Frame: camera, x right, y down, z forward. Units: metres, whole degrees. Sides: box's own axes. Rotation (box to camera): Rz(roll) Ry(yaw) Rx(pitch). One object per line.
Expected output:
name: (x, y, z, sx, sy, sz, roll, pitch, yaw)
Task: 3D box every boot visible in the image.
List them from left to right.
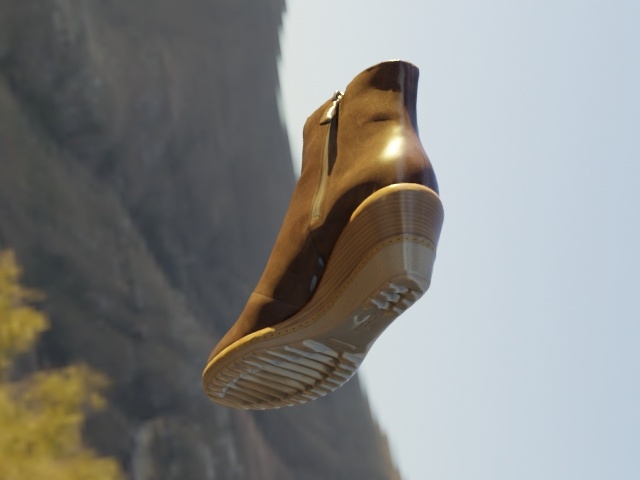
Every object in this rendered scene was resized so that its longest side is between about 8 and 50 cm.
boot: (0.000, 0.000, 1.470, 0.248, 0.090, 0.207, -36, -139, 36)
